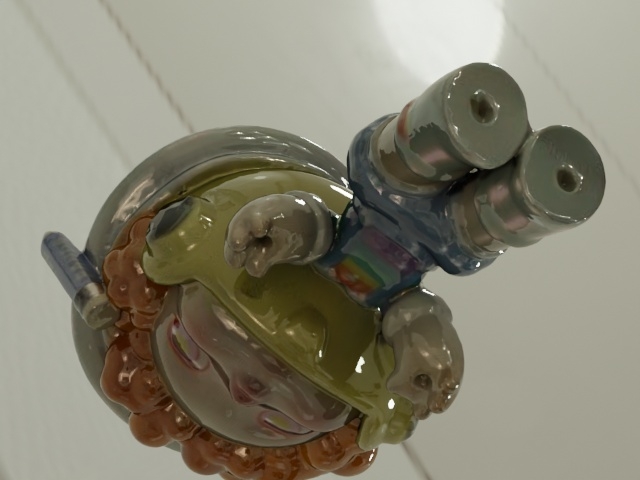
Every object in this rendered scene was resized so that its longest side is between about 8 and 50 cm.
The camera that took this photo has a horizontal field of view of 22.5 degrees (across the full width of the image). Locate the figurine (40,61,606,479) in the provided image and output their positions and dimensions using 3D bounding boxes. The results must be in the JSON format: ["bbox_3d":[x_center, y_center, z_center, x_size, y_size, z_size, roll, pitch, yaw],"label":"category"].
[{"bbox_3d":[0.025,0.018,0.919,0.381,0.205,0.224,-17,-54,46],"label":"figurine"}]
